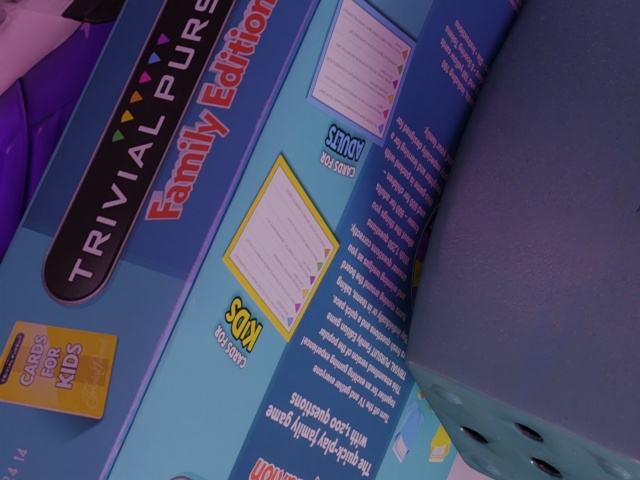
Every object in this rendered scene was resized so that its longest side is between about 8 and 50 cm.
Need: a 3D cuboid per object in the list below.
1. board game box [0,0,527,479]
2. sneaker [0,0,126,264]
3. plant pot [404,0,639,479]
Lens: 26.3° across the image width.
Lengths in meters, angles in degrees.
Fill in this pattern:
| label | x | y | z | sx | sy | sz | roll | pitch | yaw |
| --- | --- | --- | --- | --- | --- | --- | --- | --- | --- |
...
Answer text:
| label | x | y | z | sx | sy | sz | roll | pitch | yaw |
| --- | --- | --- | --- | --- | --- | --- | --- | --- | --- |
| board game box | 0.000 | 0.000 | 0.550 | 0.254 | 0.079 | 0.336 | 42 | 68 | -57 |
| sneaker | -0.109 | -0.018 | 0.557 | 0.146 | 0.102 | 0.293 | 47 | 72 | -22 |
| plant pot | 0.147 | -0.003 | 0.562 | 0.234 | 0.166 | 0.165 | -56 | 146 | -18 |
